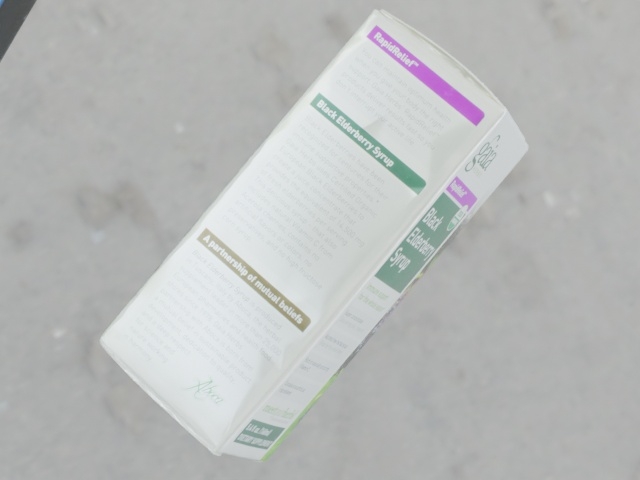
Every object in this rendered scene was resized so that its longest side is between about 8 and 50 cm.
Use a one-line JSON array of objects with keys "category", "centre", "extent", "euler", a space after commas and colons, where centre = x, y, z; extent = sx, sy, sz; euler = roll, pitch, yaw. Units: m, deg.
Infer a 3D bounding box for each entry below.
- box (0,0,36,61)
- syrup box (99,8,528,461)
[{"category": "box", "centre": [-0.146, -0.158, 0.443], "extent": [0.073, 0.293, 0.295], "euler": [2, 42, -48]}, {"category": "syrup box", "centre": [0.000, 0.000, 1.067], "extent": [0.096, 0.237, 0.093], "euler": [42, 2, 16]}]
